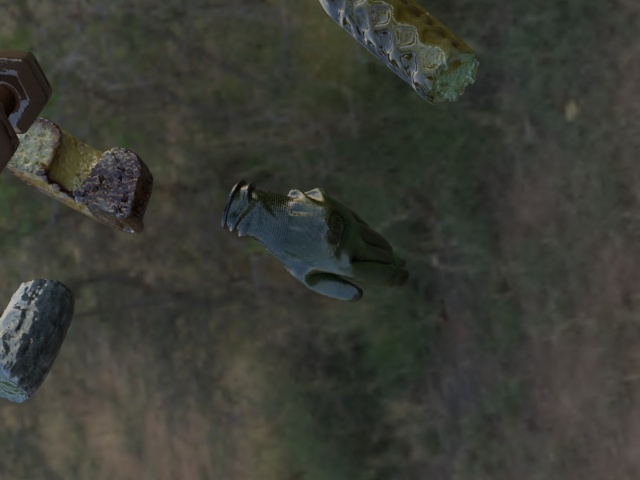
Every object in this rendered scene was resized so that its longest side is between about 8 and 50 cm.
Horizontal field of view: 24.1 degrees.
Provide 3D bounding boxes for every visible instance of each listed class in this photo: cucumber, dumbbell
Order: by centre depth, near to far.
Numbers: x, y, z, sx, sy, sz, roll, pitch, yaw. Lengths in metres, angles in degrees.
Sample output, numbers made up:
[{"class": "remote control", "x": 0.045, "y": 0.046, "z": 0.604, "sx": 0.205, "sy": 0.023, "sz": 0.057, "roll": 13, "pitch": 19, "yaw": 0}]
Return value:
[{"class": "cucumber", "x": -0.257, "y": 0.085, "z": 1.321, "sx": 0.064, "sy": 0.064, "sz": 0.112, "roll": 108, "pitch": -176, "yaw": -55}, {"class": "dumbbell", "x": -0.320, "y": -0.121, "z": 1.446, "sx": 0.231, "sy": 0.082, "sz": 0.092, "roll": -88, "pitch": -25, "yaw": -69}]

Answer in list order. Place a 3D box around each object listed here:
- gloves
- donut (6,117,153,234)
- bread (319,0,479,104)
[{"class": "gloves", "x": -0.003, "y": 0.000, "z": 2.019, "sx": 0.107, "sy": 0.268, "sz": 0.135, "roll": -143, "pitch": 74, "yaw": -82}, {"class": "donut", "x": -0.295, "y": -0.082, "z": 1.909, "sx": 0.085, "sy": 0.217, "sz": 0.141, "roll": -64, "pitch": -20, "yaw": -9}, {"class": "bread", "x": 0.095, "y": -0.286, "z": 2.004, "sx": 0.269, "sy": 0.098, "sz": 0.087, "roll": 44, "pitch": 123, "yaw": 28}]
